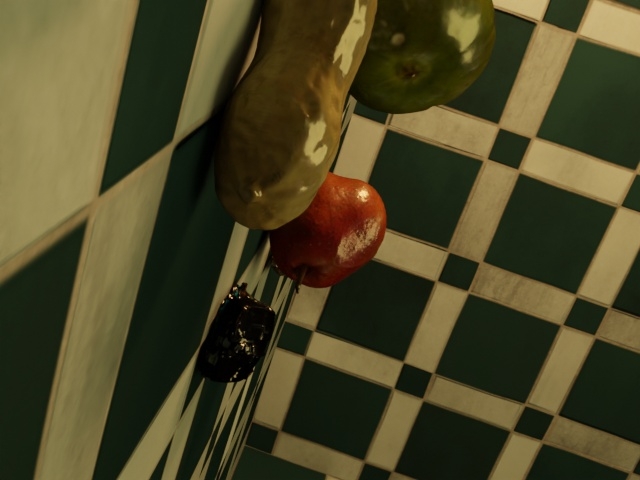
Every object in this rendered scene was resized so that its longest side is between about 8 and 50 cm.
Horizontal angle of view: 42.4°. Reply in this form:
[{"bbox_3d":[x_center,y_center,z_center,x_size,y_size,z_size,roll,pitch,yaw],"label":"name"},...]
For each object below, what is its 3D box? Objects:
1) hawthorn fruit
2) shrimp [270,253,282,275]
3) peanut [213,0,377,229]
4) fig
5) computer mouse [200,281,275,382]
[{"bbox_3d":[0.000,0.000,1.357,0.197,0.196,0.226,107,10,-52],"label":"hawthorn fruit"},{"bbox_3d":[-0.068,0.004,1.588,0.251,0.052,0.144,-120,-142,-82],"label":"shrimp"},{"bbox_3d":[-0.017,-0.135,0.683,0.263,0.101,0.117,-71,-162,-3],"label":"peanut"},{"bbox_3d":[0.117,-0.296,1.042,0.314,0.233,0.233,-61,172,-45],"label":"fig"},{"bbox_3d":[-0.109,0.135,1.150,0.241,0.077,0.147,-9,116,-88],"label":"computer mouse"}]
